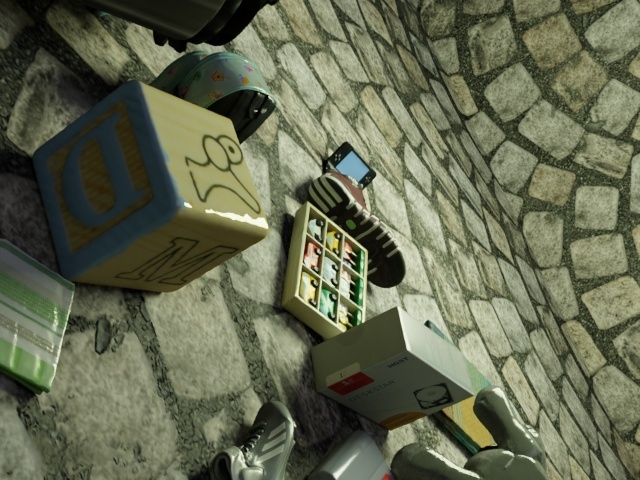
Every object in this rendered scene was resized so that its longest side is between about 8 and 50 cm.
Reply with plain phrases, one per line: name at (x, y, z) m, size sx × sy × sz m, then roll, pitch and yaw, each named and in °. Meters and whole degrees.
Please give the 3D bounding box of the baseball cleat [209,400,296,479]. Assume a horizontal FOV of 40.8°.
baseball cleat at (-0.087, 0.277, 1.128) m, size 0.109 × 0.072 × 0.206 m, roll 40°, pitch 27°, yaw -27°

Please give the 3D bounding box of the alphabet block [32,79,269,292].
alphabet block at (-0.214, -0.059, 1.098) m, size 0.197 × 0.193 × 0.192 m, roll 16°, pitch 51°, yaw -59°

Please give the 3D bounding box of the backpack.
backpack at (-0.172, -0.215, 1.359) m, size 0.166 × 0.188 × 0.144 m, roll 11°, pitch 53°, yaw -59°

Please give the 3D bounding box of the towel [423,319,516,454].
towel at (0.342, 0.377, 1.920) m, size 0.370 × 0.040 × 0.271 m, roll 45°, pitch 27°, yaw -27°

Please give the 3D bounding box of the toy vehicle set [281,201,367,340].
toy vehicle set at (0.014, 0.065, 1.567) m, size 0.166 × 0.035 × 0.267 m, roll 38°, pitch 32°, yaw -24°

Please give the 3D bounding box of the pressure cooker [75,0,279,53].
pressure cooker at (-0.214, -0.480, 1.249) m, size 0.420 × 0.370 × 0.376 m, roll 15°, pitch 88°, yaw -29°

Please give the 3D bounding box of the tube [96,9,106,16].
tube at (-0.388, -0.462, 1.386) m, size 0.207 × 0.052 × 0.080 m, roll 61°, pitch 32°, yaw -13°

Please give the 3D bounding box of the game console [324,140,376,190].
game console at (0.069, -0.138, 1.909) m, size 0.122 × 0.107 × 0.071 m, roll 45°, pitch 0°, yaw -33°

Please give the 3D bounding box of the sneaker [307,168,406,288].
sneaker at (0.091, -0.043, 1.805) m, size 0.281 × 0.106 × 0.162 m, roll 54°, pitch 21°, yaw -14°

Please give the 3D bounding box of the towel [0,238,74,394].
towel at (-0.327, 0.082, 0.934) m, size 0.113 × 0.023 × 0.152 m, roll 41°, pitch 33°, yaw -34°

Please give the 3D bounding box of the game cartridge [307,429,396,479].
game cartridge at (0.090, 0.454, 1.310) m, size 0.294 × 0.060 × 0.196 m, roll 61°, pitch 27°, yaw 1°

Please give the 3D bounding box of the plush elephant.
plush elephant at (0.296, 0.464, 1.488) m, size 0.330 × 0.255 × 0.272 m, roll 39°, pitch 51°, yaw 22°

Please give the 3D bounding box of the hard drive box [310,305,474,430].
hard drive box at (0.125, 0.225, 1.474) m, size 0.232 × 0.181 × 0.089 m, roll 36°, pitch 34°, yaw -43°
